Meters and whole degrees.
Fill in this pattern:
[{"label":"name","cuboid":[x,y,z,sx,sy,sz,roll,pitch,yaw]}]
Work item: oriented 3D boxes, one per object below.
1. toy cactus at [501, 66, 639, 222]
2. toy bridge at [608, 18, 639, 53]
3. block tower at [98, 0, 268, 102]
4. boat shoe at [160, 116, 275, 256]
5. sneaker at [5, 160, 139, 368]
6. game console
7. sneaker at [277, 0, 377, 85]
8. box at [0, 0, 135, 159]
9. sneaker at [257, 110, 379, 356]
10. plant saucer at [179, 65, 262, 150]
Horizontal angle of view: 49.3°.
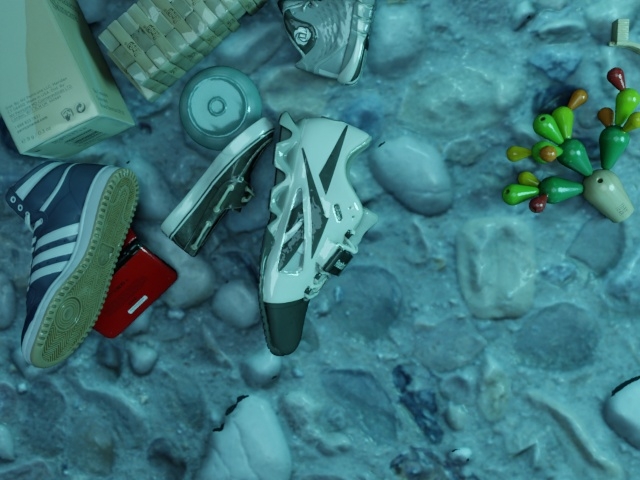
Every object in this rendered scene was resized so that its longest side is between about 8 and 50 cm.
[{"label":"toy cactus","cuboid":[0.352,-0.101,0.917,0.219,0.112,0.180,-44,100,-2]},{"label":"toy bridge","cuboid":[0.478,-0.261,0.924,0.188,0.026,0.063,0,95,5]},{"label":"block tower","cuboid":[-0.142,-0.331,0.932,0.335,0.097,0.091,-40,90,7]},{"label":"boat shoe","cuboid":[-0.126,-0.071,0.962,0.070,0.078,0.219,42,104,1]},{"label":"sneaker","cuboid":[-0.363,0.020,0.938,0.153,0.099,0.282,14,75,18]},{"label":"game console","cuboid":[-0.301,0.047,1.011,0.144,0.085,0.124,-43,121,7]},{"label":"sneaker","cuboid":[0.011,-0.330,0.926,0.132,0.086,0.228,13,96,6]},{"label":"box","cuboid":[-0.385,-0.274,0.929,0.121,0.148,0.311,-25,93,5]},{"label":"sneaker","cuboid":[0.000,0.000,0.930,0.146,0.122,0.330,8,95,6]},{"label":"plant saucer","cuboid":[-0.143,-0.186,0.978,0.119,0.021,0.119,0,94,5]}]
